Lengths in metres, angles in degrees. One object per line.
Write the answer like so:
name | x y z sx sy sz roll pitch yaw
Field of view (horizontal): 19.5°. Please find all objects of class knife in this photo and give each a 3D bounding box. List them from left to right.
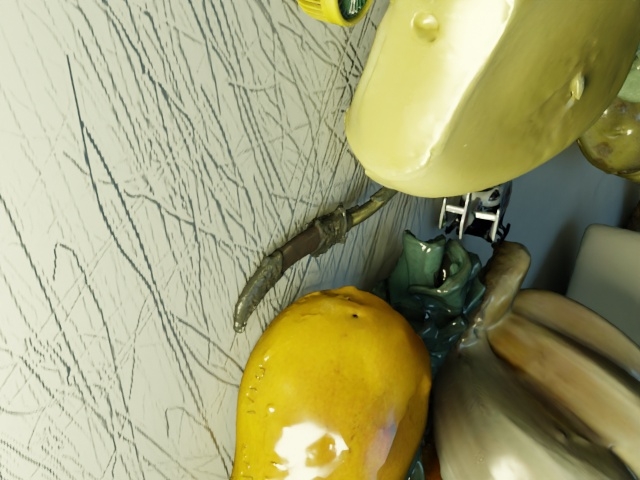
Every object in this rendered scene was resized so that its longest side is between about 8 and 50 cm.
knife | -0.001 -0.005 1.412 0.222 0.021 0.045 -41 140 -41

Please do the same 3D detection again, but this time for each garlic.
garlic | 0.218 0.169 1.656 0.279 0.325 0.132 -45 -178 -42

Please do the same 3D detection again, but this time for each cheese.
cheese | 0.160 -0.158 1.460 0.316 0.128 0.259 -19 145 -55

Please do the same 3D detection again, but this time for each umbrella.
umbrella | 0.048 0.163 1.538 0.143 0.094 0.349 37 74 -59

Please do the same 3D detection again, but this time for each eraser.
eraser | 0.295 0.183 1.908 0.331 0.150 0.331 12 90 -81

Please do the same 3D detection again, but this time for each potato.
potato | 0.313 -0.139 1.835 0.154 0.137 0.200 -45 156 10

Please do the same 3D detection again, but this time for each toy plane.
toy plane | 0.136 -0.035 1.604 0.197 0.053 0.078 -43 144 -70

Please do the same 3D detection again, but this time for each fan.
fan | 0.028 -0.210 1.320 0.155 0.039 0.082 -48 145 -47

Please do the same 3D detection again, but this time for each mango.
mango | -0.006 0.156 1.389 0.156 0.151 0.248 30 84 -32

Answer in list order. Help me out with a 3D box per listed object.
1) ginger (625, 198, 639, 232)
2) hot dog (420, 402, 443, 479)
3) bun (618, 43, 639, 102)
ginger | 0.375 0.048 2.126 0.122 0.084 0.290 -30 133 -64
hot dog | 0.120 0.205 1.727 0.268 0.075 0.144 -29 131 -54
bun | 0.299 -0.226 1.665 0.212 0.126 0.204 3 90 -27
